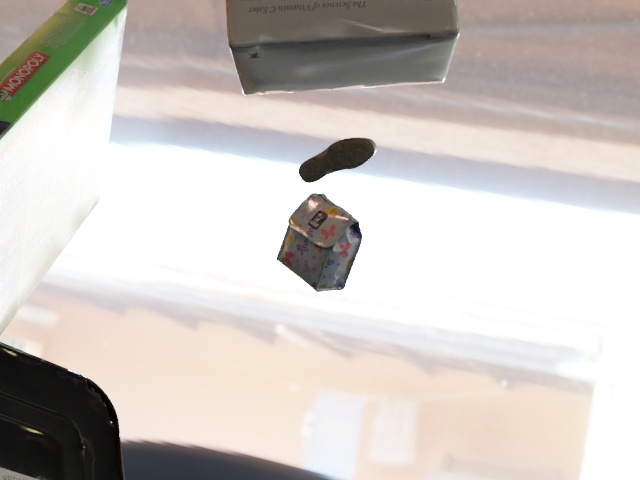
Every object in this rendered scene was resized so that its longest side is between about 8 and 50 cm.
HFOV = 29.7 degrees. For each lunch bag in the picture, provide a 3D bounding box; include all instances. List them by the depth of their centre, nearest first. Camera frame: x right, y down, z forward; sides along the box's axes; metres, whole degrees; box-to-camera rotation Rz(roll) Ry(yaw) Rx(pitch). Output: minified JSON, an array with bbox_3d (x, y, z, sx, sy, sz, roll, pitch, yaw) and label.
[{"bbox_3d":[0.000,0.000,1.220,0.053,0.083,0.071,0,29,-46],"label":"lunch bag"}]

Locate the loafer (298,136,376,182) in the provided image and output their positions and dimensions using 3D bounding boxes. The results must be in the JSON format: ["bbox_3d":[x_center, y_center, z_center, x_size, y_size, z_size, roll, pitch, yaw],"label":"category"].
[{"bbox_3d":[0.026,-0.118,1.701,0.125,0.045,0.039,-21,7,28],"label":"loafer"}]

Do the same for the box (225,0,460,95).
[{"bbox_3d":[0.008,-0.182,0.712,0.130,0.170,0.091,-3,-10,0],"label":"box"}]

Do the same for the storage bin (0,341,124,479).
[{"bbox_3d":[-0.156,0.139,0.534,0.084,0.180,0.122,-36,-45,25],"label":"storage bin"}]

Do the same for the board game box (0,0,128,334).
[{"bbox_3d":[-0.238,-0.042,0.946,0.046,0.317,0.213,17,-55,4],"label":"board game box"}]
